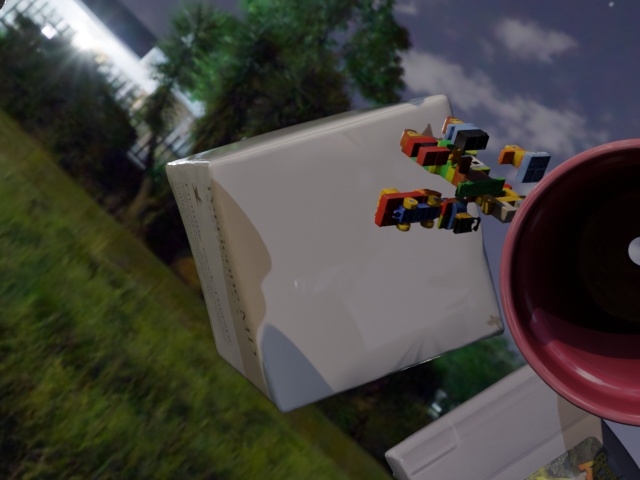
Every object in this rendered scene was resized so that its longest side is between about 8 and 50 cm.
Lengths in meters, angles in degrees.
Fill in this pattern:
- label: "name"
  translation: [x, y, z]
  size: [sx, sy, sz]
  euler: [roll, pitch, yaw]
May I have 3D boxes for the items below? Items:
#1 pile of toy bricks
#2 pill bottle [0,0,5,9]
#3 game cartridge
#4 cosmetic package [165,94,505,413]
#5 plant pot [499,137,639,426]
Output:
- label: "pile of toy bricks"
  translation: [0.131, -0.078, 0.941]
  size: [0.105, 0.212, 0.118]
  euler: [43, -53, 42]
- label: "pill bottle"
  translation: [-0.344, -0.239, 0.765]
  size: [0.117, 0.215, 0.117]
  euler: [34, -47, 47]
- label: "game cartridge"
  translation: [0.209, 0.268, 0.808]
  size: [0.294, 0.196, 0.060]
  euler: [60, -22, 6]
- label: "cosmetic package"
  translation: [0.000, 0.000, 1.305]
  size: [0.393, 0.327, 0.329]
  euler: [-168, -118, -72]
- label: "plant pot"
  translation: [0.250, 0.022, 0.704]
  size: [0.201, 0.201, 0.180]
  euler: [41, 18, 12]
